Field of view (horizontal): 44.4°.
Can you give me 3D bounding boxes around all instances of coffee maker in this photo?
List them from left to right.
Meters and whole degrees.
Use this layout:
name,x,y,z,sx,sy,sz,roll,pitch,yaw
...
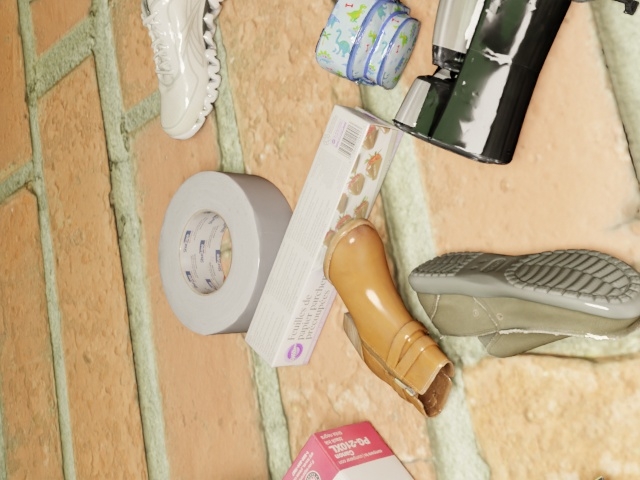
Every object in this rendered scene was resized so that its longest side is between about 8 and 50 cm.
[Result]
name,x,y,z,sx,sy,sz,roll,pitch,yaw
coffee maker,0.170,-0.163,0.735,0.171,0.120,0.178,29,109,40

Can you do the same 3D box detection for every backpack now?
name,x,y,z,sx,sy,sz,roll,pitch,yaw
backpack,0.054,-0.220,0.854,0.084,0.114,0.105,30,109,20

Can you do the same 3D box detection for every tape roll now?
name,x,y,z,sx,sy,sz,roll,pitch,yaw
tape roll,-0.128,0.017,1.055,0.219,0.072,0.219,-2,87,45

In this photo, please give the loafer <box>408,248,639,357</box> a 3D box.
name,x,y,z,sx,sy,sz,roll,pitch,yaw
loafer,0.194,0.062,0.738,0.251,0.094,0.087,4,116,54

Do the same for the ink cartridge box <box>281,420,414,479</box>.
name,x,y,z,sx,sy,sz,roll,pitch,yaw
ink cartridge box,0.050,0.346,0.847,0.237,0.100,0.172,49,121,34

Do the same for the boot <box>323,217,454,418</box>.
name,x,y,z,sx,sy,sz,roll,pitch,yaw
boot,0.077,0.081,0.809,0.152,0.073,0.197,46,159,43

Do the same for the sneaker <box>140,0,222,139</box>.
name,x,y,z,sx,sy,sz,roll,pitch,yaw
sneaker,-0.204,-0.291,1.112,0.110,0.118,0.292,15,100,42

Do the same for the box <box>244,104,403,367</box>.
name,x,y,z,sx,sy,sz,roll,pitch,yaw
box,0.000,0.000,0.935,0.067,0.063,0.324,37,114,41

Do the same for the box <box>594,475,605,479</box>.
name,x,y,z,sx,sy,sz,roll,pitch,yaw
box,0.273,0.314,0.632,0.232,0.087,0.058,53,159,33
